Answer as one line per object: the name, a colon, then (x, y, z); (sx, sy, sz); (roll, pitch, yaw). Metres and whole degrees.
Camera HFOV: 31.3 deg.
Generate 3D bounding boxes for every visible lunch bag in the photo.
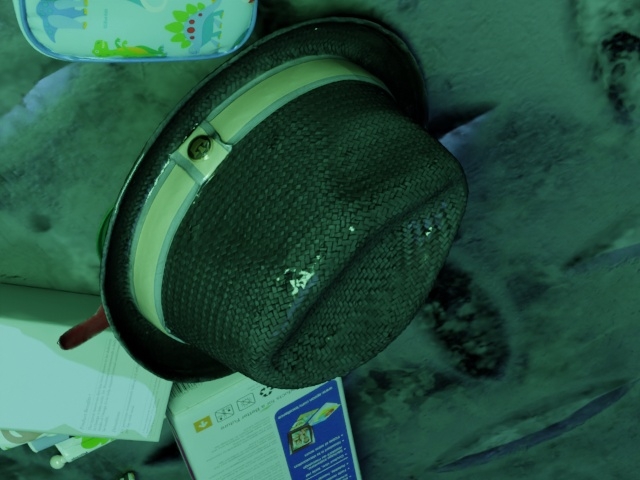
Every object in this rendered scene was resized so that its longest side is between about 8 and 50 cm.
lunch bag: (-0.127, -0.225, 0.755); (0.176, 0.090, 0.219); (-5, 136, -12)

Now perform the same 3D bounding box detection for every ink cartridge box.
ink cartridge box: (-0.051, 0.237, 1.237); (0.175, 0.069, 0.371); (-27, 136, -15)

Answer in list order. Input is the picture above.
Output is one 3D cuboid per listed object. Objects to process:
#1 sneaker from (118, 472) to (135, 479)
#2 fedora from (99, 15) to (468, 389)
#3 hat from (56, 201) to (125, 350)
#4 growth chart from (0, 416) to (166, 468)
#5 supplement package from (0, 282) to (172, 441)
sneaker: (-0.237, 0.295, 1.307); (0.037, 0.032, 0.083); (11, 131, -25)
fedora: (0.000, 0.000, 0.889); (0.334, 0.152, 0.334); (-27, 136, -29)
hat: (-0.110, 0.061, 0.986); (0.208, 0.184, 0.173); (-7, 135, -7)
growth chart: (-0.292, 0.158, 1.159); (0.172, 0.021, 0.237); (-31, 133, 16)
supplement package: (-0.232, 0.109, 1.040); (0.179, 0.105, 0.105); (10, 104, -24)
